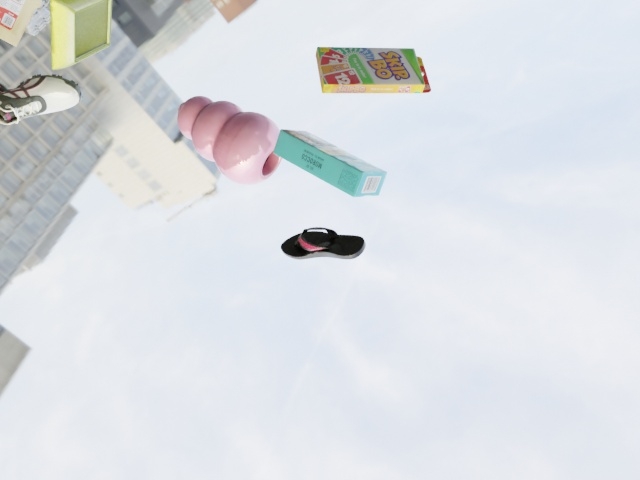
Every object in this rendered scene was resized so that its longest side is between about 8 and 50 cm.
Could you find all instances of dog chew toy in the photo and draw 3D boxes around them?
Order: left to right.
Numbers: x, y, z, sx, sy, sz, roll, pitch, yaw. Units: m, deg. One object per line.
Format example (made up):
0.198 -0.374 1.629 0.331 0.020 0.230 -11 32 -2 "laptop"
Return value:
-0.267 -0.299 1.865 0.332 0.206 0.206 32 -111 16 "dog chew toy"

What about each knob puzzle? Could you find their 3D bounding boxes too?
-0.602 -0.488 1.226 0.030 0.213 0.213 26 -115 26 "knob puzzle"

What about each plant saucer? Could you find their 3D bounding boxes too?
-0.554 -0.507 1.559 0.188 0.045 0.188 -54 167 -47 "plant saucer"

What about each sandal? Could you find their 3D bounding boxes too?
0.000 0.000 1.174 0.179 0.040 0.067 1 -132 40 "sandal"

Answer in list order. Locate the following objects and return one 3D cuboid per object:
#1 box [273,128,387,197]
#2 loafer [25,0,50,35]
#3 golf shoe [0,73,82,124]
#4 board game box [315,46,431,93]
0.019 -0.173 1.458 0.244 0.100 0.060 32 -67 30 "box"
-0.700 -0.567 1.539 0.112 0.111 0.319 -51 -162 -14 "loafer"
-0.714 -0.326 1.590 0.273 0.105 0.120 -7 -129 -11 "golf shoe"
0.125 -0.394 1.526 0.260 0.039 0.124 -1 -122 -12 "board game box"
